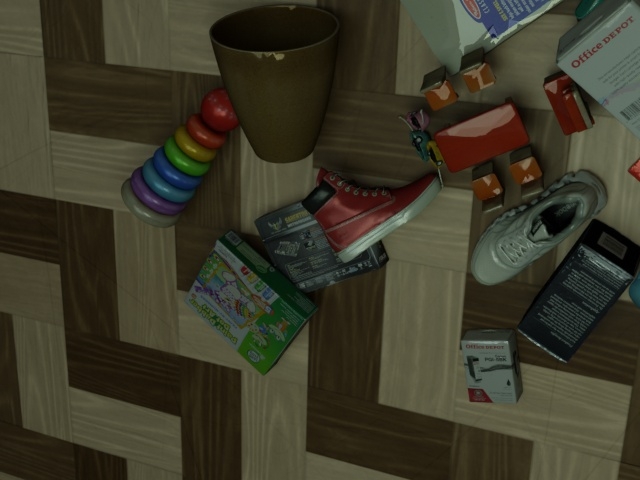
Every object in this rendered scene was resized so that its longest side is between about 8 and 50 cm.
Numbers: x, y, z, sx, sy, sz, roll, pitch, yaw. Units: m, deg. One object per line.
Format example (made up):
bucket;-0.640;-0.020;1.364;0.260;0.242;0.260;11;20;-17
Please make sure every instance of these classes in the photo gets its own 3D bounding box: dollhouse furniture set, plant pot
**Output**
dollhouse furniture set;0.325;-0.196;1.550;0.259;0.135;0.262;-22;109;22
plant pot;-0.079;-0.283;1.707;0.237;0.237;0.254;13;126;21

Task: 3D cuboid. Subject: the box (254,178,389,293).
box;0.000;0.000;1.847;0.231;0.056;0.183;-21;97;29

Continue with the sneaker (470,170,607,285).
sneaker;0.377;-0.012;1.632;0.110;0.118;0.292;47;122;2

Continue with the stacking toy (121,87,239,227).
stacking toy;-0.274;-0.182;1.876;0.141;0.141;0.330;44;116;6

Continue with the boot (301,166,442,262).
boot;0.093;-0.095;1.718;0.244;0.088;0.176;-34;95;8

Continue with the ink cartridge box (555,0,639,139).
ink cartridge box;0.505;-0.283;1.444;0.212;0.093;0.154;36;131;-15

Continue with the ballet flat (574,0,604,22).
ballet flat;0.505;-0.437;1.456;0.077;0.091;0.241;22;125;-17

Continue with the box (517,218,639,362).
box;0.460;0.088;1.605;0.108;0.153;0.207;35;120;11

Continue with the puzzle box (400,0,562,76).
puzzle box;0.227;-0.524;1.561;0.272;0.052;0.409;-31;93;30

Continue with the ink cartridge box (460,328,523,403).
ink cartridge box;0.335;0.246;1.773;0.099;0.056;0.135;-3;106;27

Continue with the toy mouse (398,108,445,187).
toy mouse;0.190;-0.198;1.672;0.031;0.143;0.161;-28;134;-7

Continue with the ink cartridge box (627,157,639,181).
ink cartridge box;0.685;-0.109;1.485;0.275;0.060;0.239;42;118;7

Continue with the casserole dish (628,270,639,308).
casserole dish;0.606;0.097;1.545;0.114;0.037;0.188;-43;124;13

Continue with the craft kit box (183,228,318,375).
craft kit box;-0.155;0.136;1.932;0.250;0.061;0.246;41;139;7
